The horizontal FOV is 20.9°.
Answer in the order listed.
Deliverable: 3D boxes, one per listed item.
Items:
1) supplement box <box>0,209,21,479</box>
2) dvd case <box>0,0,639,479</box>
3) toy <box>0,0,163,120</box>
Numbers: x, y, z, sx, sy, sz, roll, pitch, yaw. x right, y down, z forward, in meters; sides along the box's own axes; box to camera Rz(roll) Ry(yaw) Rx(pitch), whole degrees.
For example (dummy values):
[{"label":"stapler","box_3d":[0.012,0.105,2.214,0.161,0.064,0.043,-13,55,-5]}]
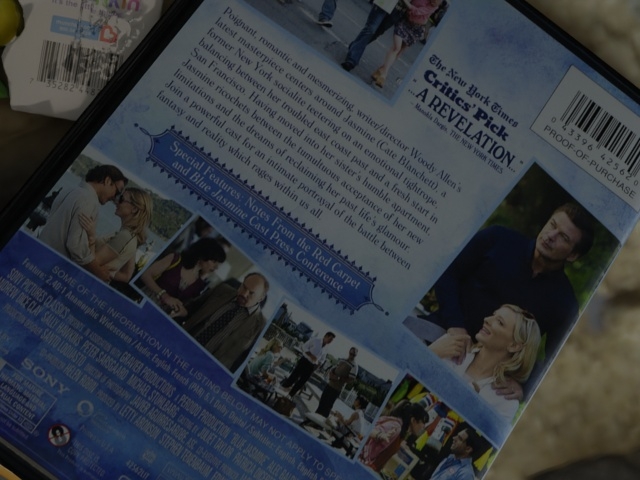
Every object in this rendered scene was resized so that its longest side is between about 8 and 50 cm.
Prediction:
[{"label":"supplement box","box_3d":[-0.057,0.070,0.614,0.233,0.078,0.080,35,86,-6]},{"label":"dvd case","box_3d":[0.000,0.000,0.591,0.180,0.022,0.253,37,65,-4]},{"label":"toy","box_3d":[-0.111,-0.167,0.610,0.136,0.056,0.237,10,93,-8]}]
